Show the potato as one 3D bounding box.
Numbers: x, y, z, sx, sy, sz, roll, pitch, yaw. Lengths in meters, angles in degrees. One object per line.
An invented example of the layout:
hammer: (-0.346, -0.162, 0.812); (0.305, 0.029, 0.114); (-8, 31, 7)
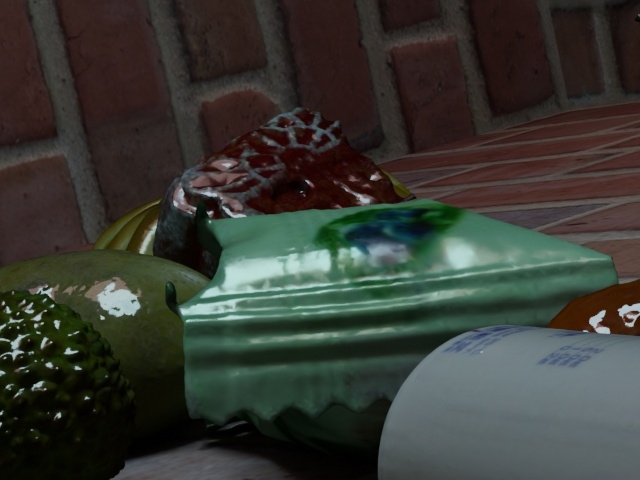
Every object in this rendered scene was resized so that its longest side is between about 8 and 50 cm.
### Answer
potato: (-0.184, 0.083, 1.505); (0.251, 0.159, 0.174); (3, -16, 16)

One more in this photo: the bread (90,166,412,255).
bread: (-0.059, 0.017, 1.810); (0.333, 0.160, 0.333); (-13, 8, 2)

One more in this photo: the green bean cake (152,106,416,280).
green bean cake: (0.000, 0.000, 1.589); (0.233, 0.097, 0.198); (34, 40, 25)

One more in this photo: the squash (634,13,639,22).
squash: (0.387, -0.145, 1.013); (0.384, 0.263, 0.263); (-34, -6, 31)

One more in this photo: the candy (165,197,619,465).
candy: (0.038, 0.075, 1.295); (0.263, 0.172, 0.398); (-2, -14, -2)

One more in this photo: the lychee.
lychee: (-0.203, 0.113, 1.274); (0.171, 0.171, 0.171); (-12, 6, 1)

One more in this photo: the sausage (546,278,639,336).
sausage: (0.219, 0.070, 0.978); (0.258, 0.133, 0.133); (-8, 7, 40)

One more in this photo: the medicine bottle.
medicine bottle: (0.154, 0.103, 0.768); (0.130, 0.130, 0.341); (-15, 7, -25)
